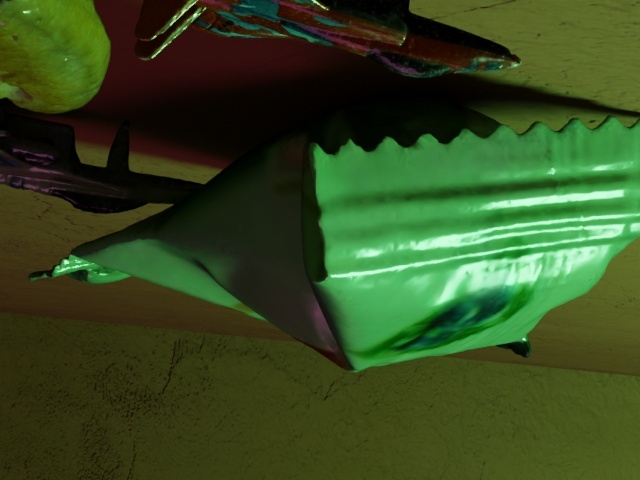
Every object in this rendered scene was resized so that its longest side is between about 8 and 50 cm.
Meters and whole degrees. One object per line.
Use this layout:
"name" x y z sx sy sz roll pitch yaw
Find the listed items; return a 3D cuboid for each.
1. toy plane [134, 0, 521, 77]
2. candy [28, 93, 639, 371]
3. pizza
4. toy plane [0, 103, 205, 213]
"toy plane" -0.001 -0.107 0.615 0.189 0.061 0.130 4 170 -8
"candy" -0.001 -0.007 0.923 0.263 0.172 0.398 -2 -177 -36
"pizza" -0.197 -0.121 0.670 0.194 0.069 0.154 13 171 8
"toy plane" -0.201 -0.062 1.004 0.262 0.088 0.192 -1 178 -10
